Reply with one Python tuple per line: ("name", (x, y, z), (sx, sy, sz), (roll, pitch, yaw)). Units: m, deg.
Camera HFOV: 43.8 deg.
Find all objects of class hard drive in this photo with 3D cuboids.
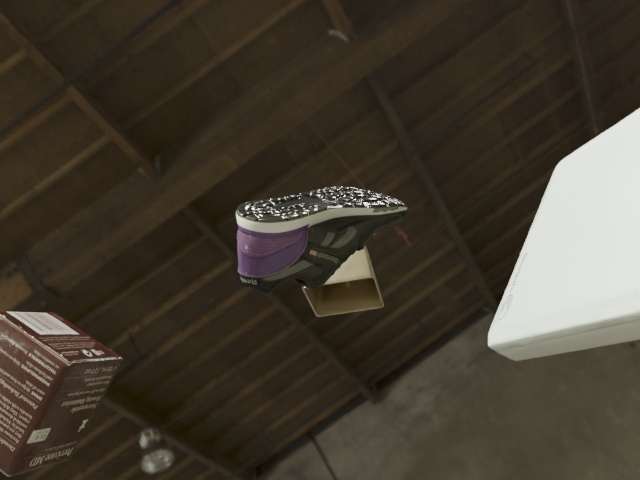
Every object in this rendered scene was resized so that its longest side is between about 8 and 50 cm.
("hard drive", (0.264, -0.021, 0.676), (0.233, 0.047, 0.353), (-64, 3, -16))

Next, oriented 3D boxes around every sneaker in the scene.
("sneaker", (0.000, 0.000, 1.117), (0.283, 0.107, 0.124), (-10, -67, -37))

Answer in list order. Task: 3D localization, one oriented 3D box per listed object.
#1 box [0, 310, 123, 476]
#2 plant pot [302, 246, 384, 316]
("box", (-0.466, 0.239, 1.290), (0.203, 0.167, 0.168), (-62, -16, 3))
("plant pot", (0.033, 0.046, 1.227), (0.109, 0.096, 0.109), (-10, -31, 8))
